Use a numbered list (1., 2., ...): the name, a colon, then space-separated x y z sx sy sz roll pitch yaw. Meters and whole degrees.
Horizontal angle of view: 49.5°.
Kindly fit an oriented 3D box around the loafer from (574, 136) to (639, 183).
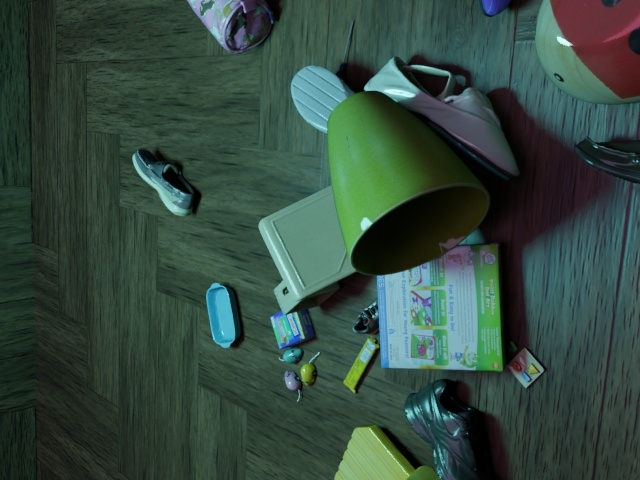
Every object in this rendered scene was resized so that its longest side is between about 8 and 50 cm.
1. loafer: 0.525 -0.131 1.130 0.220 0.080 0.078 29 105 34

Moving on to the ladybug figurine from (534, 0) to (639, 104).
1. ladybug figurine: 0.509 -0.389 1.045 0.449 0.161 0.305 -38 68 41

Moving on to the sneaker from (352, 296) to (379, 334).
1. sneaker: 0.127 0.165 1.569 0.061 0.064 0.158 53 128 27

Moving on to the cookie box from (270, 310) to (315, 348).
1. cookie box: -0.073 0.223 1.798 0.107 0.040 0.092 -30 72 42

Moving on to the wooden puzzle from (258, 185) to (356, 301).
1. wooden puzzle: 0.000 0.000 1.624 0.238 0.044 0.221 -28 70 1

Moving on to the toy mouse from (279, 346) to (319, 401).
1. toy mouse: -0.073 0.338 1.818 0.143 0.031 0.161 25 112 41

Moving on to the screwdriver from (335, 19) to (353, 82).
1. screwdriver: 0.059 -0.425 1.611 0.024 0.025 0.170 26 104 42

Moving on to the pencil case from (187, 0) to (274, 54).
1. pencil case: -0.277 -0.663 1.824 0.167 0.160 0.386 -41 61 8

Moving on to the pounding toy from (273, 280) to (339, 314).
1. pounding toy: -0.025 0.097 1.685 0.141 0.130 0.100 -45 64 48

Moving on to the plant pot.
1. plant pot: 0.127 -0.132 1.302 0.275 0.274 0.294 -47 54 38

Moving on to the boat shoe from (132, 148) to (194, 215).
1. boat shoe: -0.471 -0.196 2.121 0.285 0.102 0.092 49 121 25

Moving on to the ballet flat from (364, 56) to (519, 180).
1. ballet flat: 0.247 -0.261 1.367 0.400 0.139 0.139 39 121 37

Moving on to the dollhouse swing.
1. dollhouse swing: 0.083 0.636 1.517 0.305 0.315 0.347 34 123 27

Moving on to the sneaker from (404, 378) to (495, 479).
1. sneaker: 0.286 0.414 1.412 0.130 0.109 0.286 -47 64 31

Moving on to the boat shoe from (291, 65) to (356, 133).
1. boat shoe: 0.062 -0.264 1.545 0.121 0.119 0.335 -48 61 8

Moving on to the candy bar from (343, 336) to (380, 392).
1. candy bar: 0.097 0.296 1.649 0.040 0.018 0.162 42 122 30

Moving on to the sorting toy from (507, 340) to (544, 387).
1. sorting toy: 0.388 0.238 1.348 0.083 0.012 0.062 52 128 28

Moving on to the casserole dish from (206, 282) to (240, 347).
1. casserole dish: -0.277 0.215 2.010 0.114 0.037 0.189 -15 83 46

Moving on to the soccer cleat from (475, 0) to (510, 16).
1. soccer cleat: 0.367 -0.549 1.218 0.116 0.108 0.318 31 113 35

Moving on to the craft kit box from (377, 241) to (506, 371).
1. craft kit box: 0.239 0.132 1.389 0.246 0.061 0.250 -2 92 24
